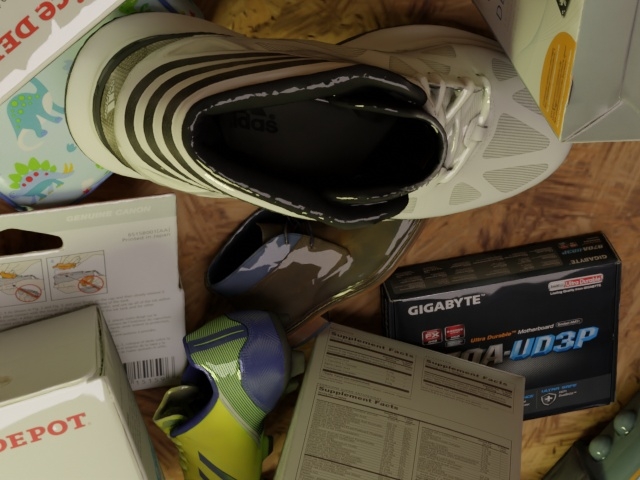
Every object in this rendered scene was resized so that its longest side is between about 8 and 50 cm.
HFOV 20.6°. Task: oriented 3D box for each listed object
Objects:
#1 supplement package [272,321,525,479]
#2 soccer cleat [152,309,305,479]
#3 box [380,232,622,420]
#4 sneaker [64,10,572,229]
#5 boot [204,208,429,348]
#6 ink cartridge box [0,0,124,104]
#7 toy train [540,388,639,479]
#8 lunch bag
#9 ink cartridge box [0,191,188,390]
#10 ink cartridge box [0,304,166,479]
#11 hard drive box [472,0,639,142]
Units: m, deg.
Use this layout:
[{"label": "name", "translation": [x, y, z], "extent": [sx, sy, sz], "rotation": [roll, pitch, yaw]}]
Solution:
[{"label": "supplement package", "translation": [0.054, 0.238, 1.522], "extent": [0.198, 0.263, 0.199], "rotation": [16, 119, -1]}, {"label": "soccer cleat", "translation": [-0.099, 0.162, 1.572], "extent": [0.121, 0.093, 0.289], "rotation": [-8, 143, -22]}, {"label": "box", "translation": [0.168, 0.093, 1.649], "extent": [0.220, 0.051, 0.175], "rotation": [-9, 126, -8]}, {"label": "sneaker", "translation": [0.059, -0.063, 1.310], "extent": [0.447, 0.257, 0.169], "rotation": [1, 106, -33]}, {"label": "boot", "translation": [0.000, 0.000, 1.523], "extent": [0.106, 0.082, 0.219], "rotation": [31, 114, -33]}, {"label": "ink cartridge box", "translation": [-0.256, -0.243, 1.212], "extent": [0.201, 0.117, 0.278], "rotation": [-38, 103, 12]}, {"label": "toy train", "translation": [0.358, 0.226, 1.746], "extent": [0.190, 0.142, 0.334], "rotation": [32, 111, -20]}, {"label": "lunch bag", "translation": [-0.201, -0.138, 1.369], "extent": [0.219, 0.090, 0.176], "rotation": [-39, 125, 13]}, {"label": "ink cartridge box", "translation": [-0.253, 0.045, 1.477], "extent": [0.275, 0.060, 0.239], "rotation": [-7, 135, -9]}, {"label": "ink cartridge box", "translation": [-0.240, 0.234, 1.476], "extent": [0.226, 0.131, 0.306], "rotation": [-16, 116, -1]}, {"label": "hard drive box", "translation": [0.199, -0.209, 1.337], "extent": [0.089, 0.232, 0.181], "rotation": [-3, 124, -12]}]
